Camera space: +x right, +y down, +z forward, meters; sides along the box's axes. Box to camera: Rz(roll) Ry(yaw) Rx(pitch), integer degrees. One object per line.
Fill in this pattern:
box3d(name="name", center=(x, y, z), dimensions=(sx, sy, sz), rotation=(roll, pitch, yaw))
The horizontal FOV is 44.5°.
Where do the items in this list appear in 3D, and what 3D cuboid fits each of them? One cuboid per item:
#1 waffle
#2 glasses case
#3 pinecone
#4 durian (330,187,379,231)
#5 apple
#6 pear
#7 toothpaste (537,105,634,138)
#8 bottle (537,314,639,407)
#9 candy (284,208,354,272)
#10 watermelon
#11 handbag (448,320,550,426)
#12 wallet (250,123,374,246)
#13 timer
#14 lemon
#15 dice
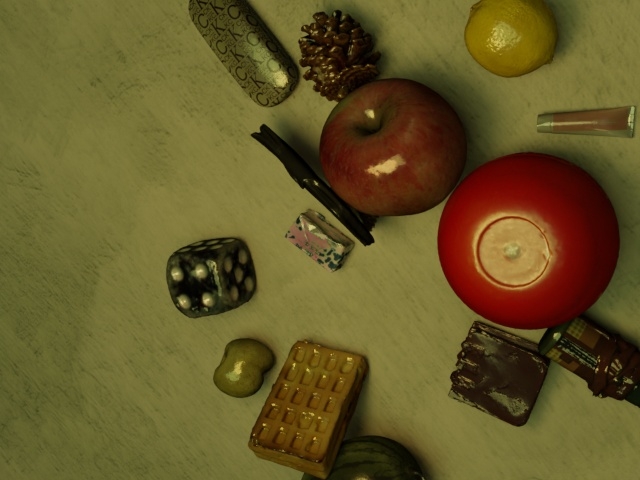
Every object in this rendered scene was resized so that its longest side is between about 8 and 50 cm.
box3d(name="waffle", center=(-0.026, 0.424, 2.009), dimensions=(0.224, 0.327, 0.098), rotation=(12, 143, 19))
box3d(name="glasses case", center=(-0.194, -0.491, 1.944), dimensions=(0.137, 0.085, 0.354), rotation=(-40, 86, 30))
box3d(name="pinecone", center=(0.036, -0.432, 1.801), dimensions=(0.186, 0.169, 0.212), rotation=(-25, 93, 32))
box3d(name="durian", center=(0.091, -0.111, 1.901), dimensions=(0.091, 0.148, 0.188), rotation=(-37, 113, -9))
box3d(name="apple", center=(0.163, -0.191, 1.726), dimensions=(0.345, 0.344, 0.269), rotation=(-10, 143, 28))
box3d(name="pear", center=(-0.214, 0.353, 2.156), dimensions=(0.137, 0.167, 0.167), rotation=(30, 119, -14))
box3d(name="toothpaste", center=(0.564, -0.252, 1.672), dimensions=(0.195, 0.043, 0.067), rotation=(3, 104, 19))
box3d(name="bottle", center=(0.624, 0.275, 1.737), dimensions=(0.271, 0.143, 0.156), rotation=(35, 151, 12))
box3d(name="candy", center=(0.000, 0.000, 1.999), dimensions=(0.160, 0.073, 0.092), rotation=(37, 116, 12))
box3d(name="watermelon", center=(0.115, 0.644, 2.014), dimensions=(0.359, 0.279, 0.279), rotation=(-29, 91, 31))
box3d(name="handbag", center=(0.427, 0.319, 1.884), dimensions=(0.216, 0.074, 0.203), rotation=(21, 113, 21))
box3d(name="wallet", center=(-0.017, -0.132, 1.836), dimensions=(0.051, 0.197, 0.377), rotation=(-45, 57, 3))
box3d(name="timer", center=(0.438, 0.002, 1.671), dimensions=(0.378, 0.279, 0.378), rotation=(6, 104, 25))
box3d(name="lemon", center=(0.397, -0.427, 1.624), dimensions=(0.203, 0.178, 0.178), rotation=(35, 118, -1))
box3d(name="dice", center=(-0.294, 0.098, 2.110), dimensions=(0.182, 0.181, 0.183), rotation=(-7, 101, 26))
